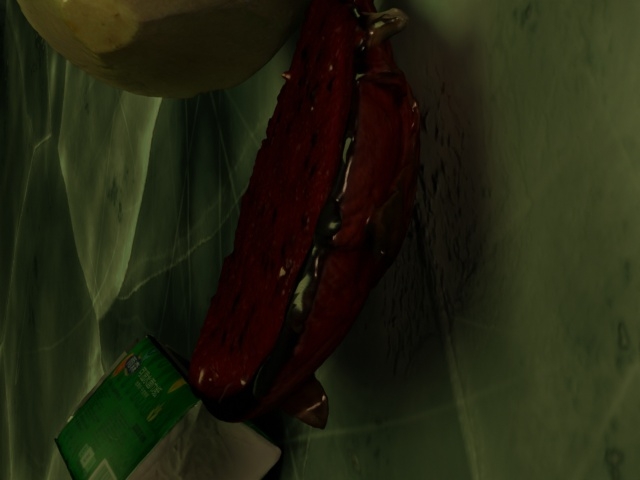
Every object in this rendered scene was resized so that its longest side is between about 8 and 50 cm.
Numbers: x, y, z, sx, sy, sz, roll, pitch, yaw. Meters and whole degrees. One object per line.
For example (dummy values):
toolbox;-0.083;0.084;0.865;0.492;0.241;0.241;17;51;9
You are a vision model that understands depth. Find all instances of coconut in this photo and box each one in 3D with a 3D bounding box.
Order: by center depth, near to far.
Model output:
coconut;-0.115;-0.225;0.984;0.259;0.259;0.259;-179;90;-68

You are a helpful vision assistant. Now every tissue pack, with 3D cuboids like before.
tissue pack;-0.130;0.205;1.188;0.148;0.156;0.209;-52;23;-5

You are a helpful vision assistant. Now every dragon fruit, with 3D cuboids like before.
dragon fruit;0.000;0.000;0.870;0.282;0.100;0.343;-97;26;-63
